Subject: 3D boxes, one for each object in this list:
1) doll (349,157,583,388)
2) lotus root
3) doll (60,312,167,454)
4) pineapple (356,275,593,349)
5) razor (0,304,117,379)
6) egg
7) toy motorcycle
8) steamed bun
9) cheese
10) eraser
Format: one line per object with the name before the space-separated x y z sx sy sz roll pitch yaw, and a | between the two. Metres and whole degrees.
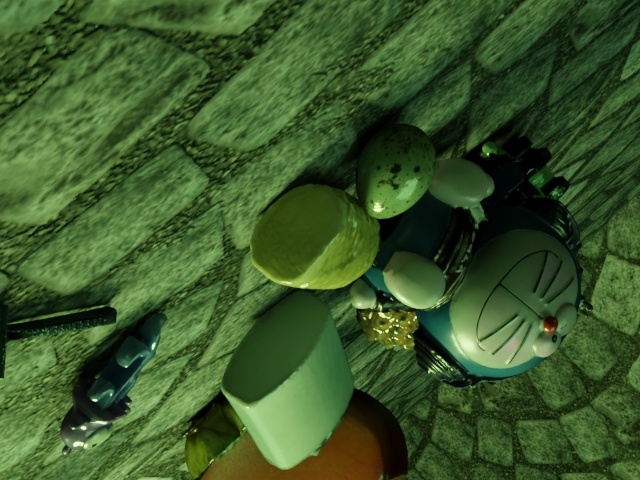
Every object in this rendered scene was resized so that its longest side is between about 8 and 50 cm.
doll | 0.204 0.048 1.419 0.284 0.310 0.240 -59 -159 0
lotus root | -0.157 0.297 1.763 0.183 0.078 0.203 -42 174 -39
doll | -0.233 0.164 1.218 0.206 0.067 0.110 -54 170 15
pineapple | 0.229 0.090 1.625 0.340 0.169 0.169 1 -176 27
razor | -0.248 0.078 1.003 0.190 0.033 0.066 -9 106 -67
egg | 0.081 -0.076 1.201 0.085 0.085 0.110 -8 123 -63
toy motorcycle | 0.271 -0.055 1.675 0.196 0.125 0.331 -40 169 0
steamed bun | -0.048 0.391 1.961 0.379 0.248 0.235 -32 165 14
cheese | 0.000 0.000 1.225 0.123 0.094 0.167 -40 165 10
eraser | -0.040 0.214 1.605 0.189 0.104 0.290 -46 154 -16
